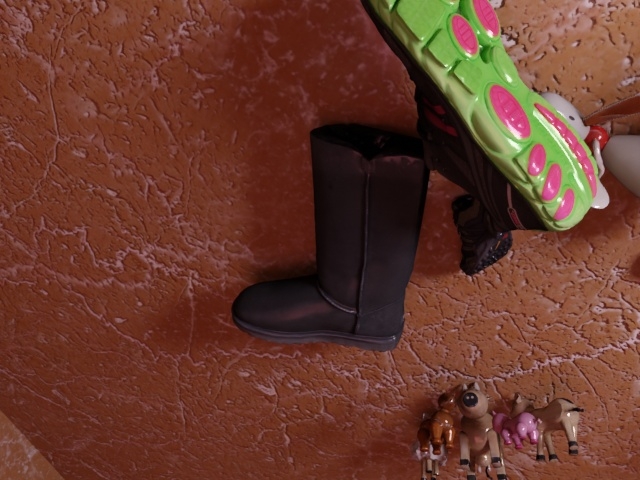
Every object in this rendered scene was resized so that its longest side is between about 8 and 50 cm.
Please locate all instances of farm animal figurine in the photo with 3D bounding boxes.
[{"bbox_3d":[0.374,0.411,1.310,0.330,0.172,0.327,2,139,5],"label":"farm animal figurine"}]

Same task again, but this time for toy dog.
[{"bbox_3d":[0.466,-0.108,0.874,0.333,0.161,0.220,5,111,10],"label":"toy dog"}]

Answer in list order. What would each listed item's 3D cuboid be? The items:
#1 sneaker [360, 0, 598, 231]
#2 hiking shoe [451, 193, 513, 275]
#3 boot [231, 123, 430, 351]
[{"bbox_3d":[0.186,-0.201,0.851,0.483,0.185,0.202,57,149,-2],"label":"sneaker"},{"bbox_3d":[0.284,-0.027,1.060,0.114,0.086,0.227,54,157,27],"label":"hiking shoe"},{"bbox_3d":[0.002,0.000,1.109,0.366,0.146,0.445,4,130,3],"label":"boot"}]
